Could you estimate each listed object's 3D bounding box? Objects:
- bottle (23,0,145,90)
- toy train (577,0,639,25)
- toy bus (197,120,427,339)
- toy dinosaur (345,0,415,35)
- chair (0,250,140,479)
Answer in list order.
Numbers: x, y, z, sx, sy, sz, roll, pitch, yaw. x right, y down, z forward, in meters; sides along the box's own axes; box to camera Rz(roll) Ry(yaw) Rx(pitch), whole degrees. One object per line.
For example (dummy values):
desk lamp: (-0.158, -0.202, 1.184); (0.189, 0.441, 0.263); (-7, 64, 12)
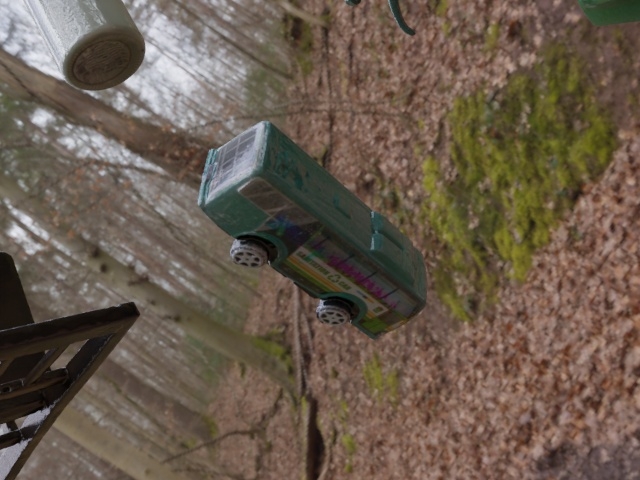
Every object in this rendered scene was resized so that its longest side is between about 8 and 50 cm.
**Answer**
bottle: (-0.301, -0.299, 0.863); (0.104, 0.245, 0.104); (-27, -19, -10)
toy train: (0.378, -0.297, 0.643); (0.300, 0.120, 0.202); (10, 57, 49)
toy bus: (0.000, 0.000, 0.707); (0.109, 0.261, 0.091); (-28, 41, 33)
toy dinosaur: (0.078, -0.583, 1.223); (0.129, 0.383, 0.331); (21, 88, 58)
chair: (-0.403, 0.110, 0.799); (0.203, 0.241, 0.416); (-9, -30, -47)
